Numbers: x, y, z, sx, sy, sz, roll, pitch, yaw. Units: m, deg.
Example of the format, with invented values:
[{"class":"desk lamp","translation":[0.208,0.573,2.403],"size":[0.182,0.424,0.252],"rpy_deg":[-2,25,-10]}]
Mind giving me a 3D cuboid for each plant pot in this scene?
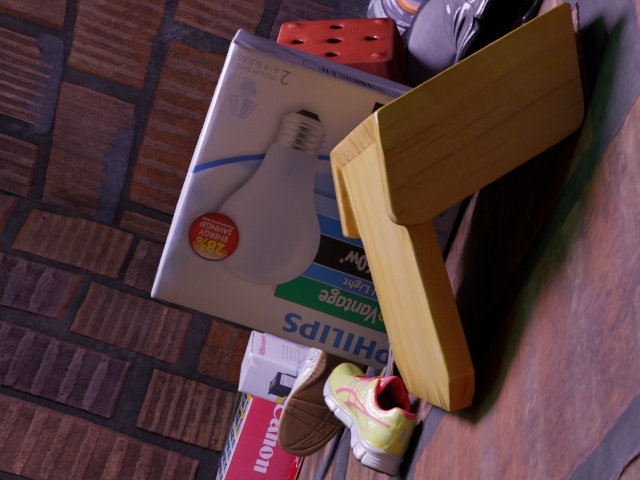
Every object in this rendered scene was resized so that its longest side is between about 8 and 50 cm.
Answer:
[{"class":"plant pot","translation":[0.031,-0.205,1.753],"size":[0.267,0.267,0.235],"rpy_deg":[-82,-11,-58]}]

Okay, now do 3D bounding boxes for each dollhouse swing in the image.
[{"class":"dollhouse swing","translation":[0.176,-0.029,1.231],"size":[0.315,0.305,0.347],"rpy_deg":[-31,1,-8]}]

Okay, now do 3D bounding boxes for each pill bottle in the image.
[{"class":"pill bottle","translation":[0.176,-0.477,2.258],"size":[0.246,0.130,0.130],"rpy_deg":[168,120,-82]}]

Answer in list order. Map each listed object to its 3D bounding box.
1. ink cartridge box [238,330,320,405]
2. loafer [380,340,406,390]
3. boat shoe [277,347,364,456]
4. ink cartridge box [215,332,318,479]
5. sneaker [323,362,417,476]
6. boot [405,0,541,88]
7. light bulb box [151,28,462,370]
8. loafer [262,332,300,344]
[{"class":"ink cartridge box","translation":[-0.047,0.230,1.915],"size":[0.127,0.175,0.072],"rpy_deg":[-94,24,-76]},{"class":"loafer","translation":[0.106,0.158,1.426],"size":[0.039,0.045,0.125],"rpy_deg":[-108,26,-51]},{"class":"boat shoe","translation":[0.016,0.218,1.804],"size":[0.277,0.098,0.096],"rpy_deg":[-62,6,11]},{"class":"ink cartridge box","translation":[-0.098,0.366,2.199],"size":[0.272,0.130,0.309],"rpy_deg":[-131,60,-82]},{"class":"sneaker","translation":[0.071,0.200,1.387],"size":[0.094,0.081,0.208],"rpy_deg":[-63,27,15]},{"class":"boot","translation":[0.199,-0.279,1.559],"size":[0.222,0.118,0.338],"rpy_deg":[-85,9,-45]},{"class":"light bulb box","translation":[-0.007,-0.058,1.550],"size":[0.225,0.358,0.361],"rpy_deg":[-91,19,-75]},{"class":"loafer","translation":[-0.048,0.134,2.580],"size":[0.109,0.095,0.302],"rpy_deg":[-78,10,-58]}]
